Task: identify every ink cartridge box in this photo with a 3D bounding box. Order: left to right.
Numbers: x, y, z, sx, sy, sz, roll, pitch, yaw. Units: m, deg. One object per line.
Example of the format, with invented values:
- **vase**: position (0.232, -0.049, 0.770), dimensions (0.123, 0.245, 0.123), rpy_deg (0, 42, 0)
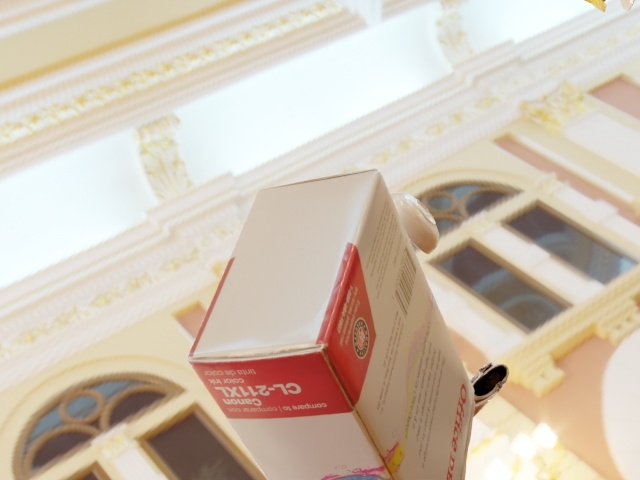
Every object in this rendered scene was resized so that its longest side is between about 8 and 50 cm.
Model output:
- **ink cartridge box**: position (0.016, 0.073, 0.527), dimensions (0.127, 0.072, 0.175), rpy_deg (-71, -35, -46)

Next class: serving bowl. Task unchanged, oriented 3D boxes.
- **serving bowl**: position (0.110, -0.025, 1.154), dimensions (0.027, 0.083, 0.083), rpy_deg (-37, -37, 15)

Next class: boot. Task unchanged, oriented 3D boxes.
- **boot**: position (0.167, 0.184, 1.155), dimensions (0.118, 0.042, 0.087), rpy_deg (-43, -11, -20)

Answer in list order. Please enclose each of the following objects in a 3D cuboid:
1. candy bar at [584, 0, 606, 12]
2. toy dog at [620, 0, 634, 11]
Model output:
- **candy bar**: position (0.324, -0.326, 1.097), dimensions (0.018, 0.040, 0.161), rpy_deg (-21, -38, -41)
- **toy dog**: position (0.483, -0.452, 1.626), dimensions (0.161, 0.220, 0.333), rpy_deg (-50, -10, -3)
